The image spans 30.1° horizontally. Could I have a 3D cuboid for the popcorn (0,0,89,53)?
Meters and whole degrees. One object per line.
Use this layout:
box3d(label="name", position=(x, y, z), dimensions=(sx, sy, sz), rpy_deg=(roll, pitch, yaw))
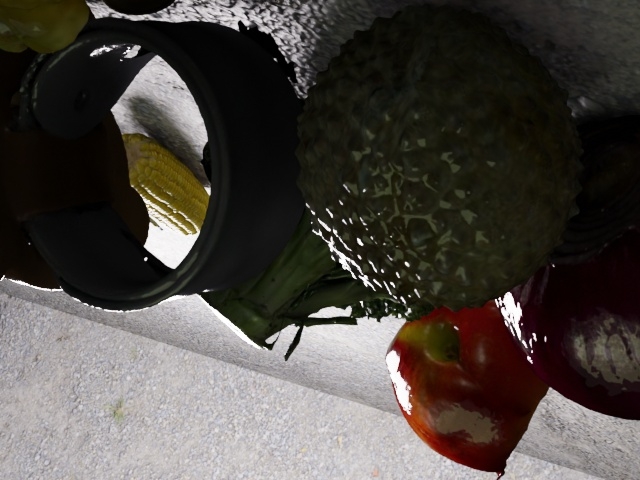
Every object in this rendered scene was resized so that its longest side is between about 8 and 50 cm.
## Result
box3d(label="popcorn", position=(-0.245, -0.256, 0.889), dimensions=(0.286, 0.215, 0.252), rpy_deg=(-7, 173, 31))

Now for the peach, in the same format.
box3d(label="peach", position=(0.254, 0.219, 1.786), dimensions=(0.281, 0.281, 0.338), rpy_deg=(8, 156, 40))

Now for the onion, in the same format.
box3d(label="onion", position=(0.315, 0.041, 1.125), dimensions=(0.337, 0.260, 0.282), rpy_deg=(10, 156, 39))

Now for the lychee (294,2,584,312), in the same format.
box3d(label="lychee", position=(0.097, -0.069, 1.017), dimensions=(0.255, 0.255, 0.274), rpy_deg=(16, 172, 20))

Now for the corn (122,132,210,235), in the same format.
box3d(label="corn", position=(-0.231, -0.079, 1.740), dimensions=(0.093, 0.093, 0.244), rpy_deg=(15, 168, 24))

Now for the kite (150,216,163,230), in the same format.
box3d(label="kite", position=(-0.363, -0.122, 1.765), dimensions=(0.335, 0.011, 0.314), rpy_deg=(40, 179, -8))

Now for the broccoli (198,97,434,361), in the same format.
box3d(label="broccoli", position=(0.000, 0.000, 1.347), dimensions=(0.321, 0.283, 0.304), rpy_deg=(49, 165, -31))

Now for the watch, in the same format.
box3d(label="watch", position=(-0.190, -0.103, 1.189), dimensions=(0.327, 0.335, 0.314), rpy_deg=(-6, -177, 29))

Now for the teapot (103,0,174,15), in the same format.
box3d(label="teapot", position=(-0.162, -0.255, 1.095), dimensions=(0.121, 0.068, 0.076), rpy_deg=(5, 152, -30))
